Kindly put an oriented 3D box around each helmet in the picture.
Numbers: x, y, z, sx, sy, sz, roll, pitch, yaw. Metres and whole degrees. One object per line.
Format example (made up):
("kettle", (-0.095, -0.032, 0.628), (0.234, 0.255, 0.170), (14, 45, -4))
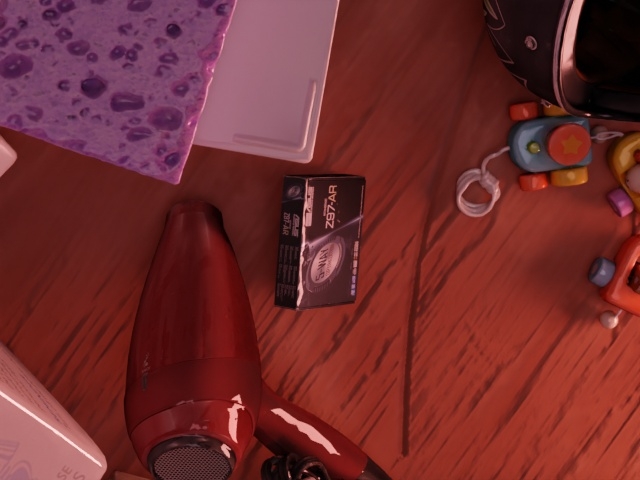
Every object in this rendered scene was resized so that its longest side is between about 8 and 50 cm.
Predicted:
("helmet", (0.179, -0.153, 1.058), (0.161, 0.169, 0.169), (5, 97, 5))

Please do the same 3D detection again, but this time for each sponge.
("sponge", (-0.097, -0.146, 0.906), (0.117, 0.031, 0.210), (18, 93, -9))

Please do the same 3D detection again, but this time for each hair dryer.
("hair dryer", (-0.042, 0.115, 1.073), (0.080, 0.223, 0.293), (-23, 85, 19))

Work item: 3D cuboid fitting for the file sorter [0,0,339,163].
("file sorter", (-0.087, -0.202, 1.005), (0.193, 0.173, 0.278), (9, 95, -9))

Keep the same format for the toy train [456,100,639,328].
("toy train", (0.178, -0.021, 1.136), (0.166, 0.046, 0.125), (31, 91, -12))

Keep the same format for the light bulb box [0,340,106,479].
("light bulb box", (-0.366, 0.111, 0.836), (0.358, 0.225, 0.361), (-50, 138, -4))

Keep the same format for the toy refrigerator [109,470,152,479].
("toy refrigerator", (-0.123, 0.294, 1.098), (0.094, 0.102, 0.269), (17, 93, -11))

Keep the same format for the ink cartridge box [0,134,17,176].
("ink cartridge box", (-0.382, -0.025, 0.949), (0.324, 0.071, 0.330), (-46, 136, -1))

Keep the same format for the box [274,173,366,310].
("box", (0.000, 0.000, 1.102), (0.018, 0.067, 0.083), (9, 97, 35))
